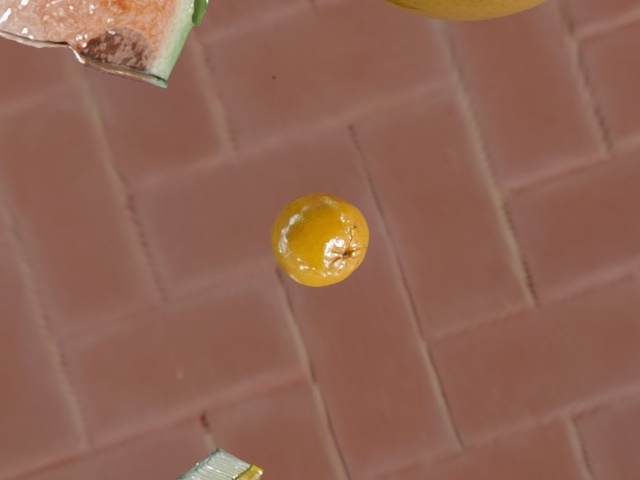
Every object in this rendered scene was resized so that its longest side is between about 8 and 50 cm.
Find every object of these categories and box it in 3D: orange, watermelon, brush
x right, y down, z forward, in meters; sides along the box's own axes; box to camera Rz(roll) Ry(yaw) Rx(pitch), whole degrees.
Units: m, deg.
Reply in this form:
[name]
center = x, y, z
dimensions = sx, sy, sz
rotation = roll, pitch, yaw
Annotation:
[orange]
center = 0.000, 0.000, 1.591
dimensions = 0.083, 0.083, 0.070
rotation = -50, 53, 3
[watermelon]
center = -0.201, -0.329, 1.634
dimensions = 0.222, 0.292, 0.319
rotation = -30, 67, 36
[brush]
center = -0.048, 0.256, 1.837
dimensions = 0.205, 0.011, 0.083
rotation = 31, 125, -33

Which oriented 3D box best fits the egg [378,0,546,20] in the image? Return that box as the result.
[egg]
center = 0.076, -0.282, 1.171
dimensions = 0.250, 0.250, 0.322
rotation = -26, 136, 1
